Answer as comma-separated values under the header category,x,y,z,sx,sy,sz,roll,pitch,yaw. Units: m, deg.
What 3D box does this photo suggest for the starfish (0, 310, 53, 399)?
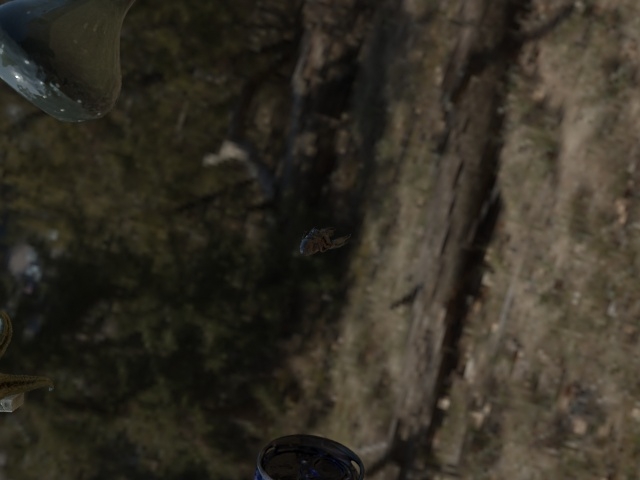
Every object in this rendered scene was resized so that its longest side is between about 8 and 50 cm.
category,x,y,z,sx,sy,sz,roll,pitch,yaw
starfish,-0.417,0.194,1.798,0.050,0.223,0.217,1,92,41

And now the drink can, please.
category,x,y,z,sx,sy,sz,roll,pitch,yaw
drink can,-0.023,0.292,1.276,0.097,0.097,0.235,-118,33,-59

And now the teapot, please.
category,x,y,z,sx,sy,sz,roll,pitch,yaw
teapot,-0.278,-0.273,1.760,0.251,0.183,0.183,-53,24,1

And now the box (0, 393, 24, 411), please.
category,x,y,z,sx,sy,sz,roll,pitch,yaw
box,-0.532,0.260,2.390,0.054,0.083,0.024,-42,-48,-78

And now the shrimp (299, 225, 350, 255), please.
category,x,y,z,sx,sy,sz,roll,pitch,yaw
shrimp,-0.001,-0.002,1.938,0.038,0.092,0.029,39,120,31
